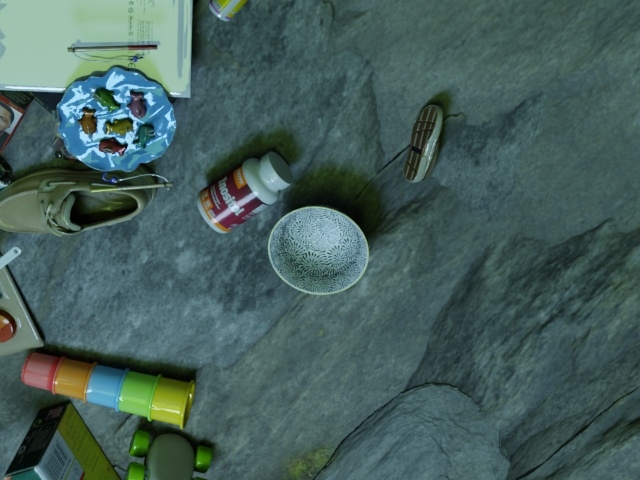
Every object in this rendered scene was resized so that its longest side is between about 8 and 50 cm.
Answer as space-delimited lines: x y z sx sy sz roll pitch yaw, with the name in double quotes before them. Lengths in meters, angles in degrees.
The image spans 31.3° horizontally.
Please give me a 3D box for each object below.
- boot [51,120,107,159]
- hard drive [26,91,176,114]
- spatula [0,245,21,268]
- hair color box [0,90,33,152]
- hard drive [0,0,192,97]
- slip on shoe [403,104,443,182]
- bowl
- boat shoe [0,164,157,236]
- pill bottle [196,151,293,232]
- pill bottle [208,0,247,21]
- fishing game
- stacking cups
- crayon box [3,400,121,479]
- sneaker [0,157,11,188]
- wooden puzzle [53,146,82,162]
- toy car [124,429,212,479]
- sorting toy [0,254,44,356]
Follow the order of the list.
"boot" -0.384 -0.179 1.842 0.087 0.042 0.118 24 119 -6
"hard drive" -0.378 -0.256 1.853 0.255 0.054 0.172 39 116 -14
"spatula" -0.649 0.027 2.020 0.242 0.019 0.168 -35 101 30
"hair color box" -0.531 -0.204 1.878 0.072 0.043 0.141 34 140 -11
"hard drive" -0.353 -0.329 1.763 0.308 0.040 0.202 2 105 -5
"slip on shoe" 0.175 -0.157 1.850 0.041 0.051 0.135 -4 118 -37
"bowl" 0.000 0.000 1.934 0.170 0.080 0.170 3 119 5
"boat shoe" -0.431 -0.060 1.943 0.303 0.098 0.109 -8 117 12
"pill bottle" -0.124 -0.083 1.900 0.152 0.086 0.086 -32 111 21
"pill bottle" -0.132 -0.380 1.759 0.043 0.043 0.083 41 116 -15
"fishing game" -0.321 -0.183 1.784 0.189 0.041 0.264 -1 125 -7
"stacking cups" -0.398 0.275 2.127 0.316 0.096 0.096 11 120 0
"crayon box" -0.468 0.498 2.200 0.081 0.202 0.318 -19 114 17
"sneaker" -0.606 -0.140 1.942 0.073 0.063 0.162 -30 111 25
"wooden puzzle" -0.413 -0.156 1.940 0.083 0.006 0.049 10 120 1
"toy car" -0.314 0.480 2.213 0.155 0.149 0.188 17 129 -14
"sorting toy" -0.694 0.144 2.122 0.307 0.041 0.229 -14 116 14
